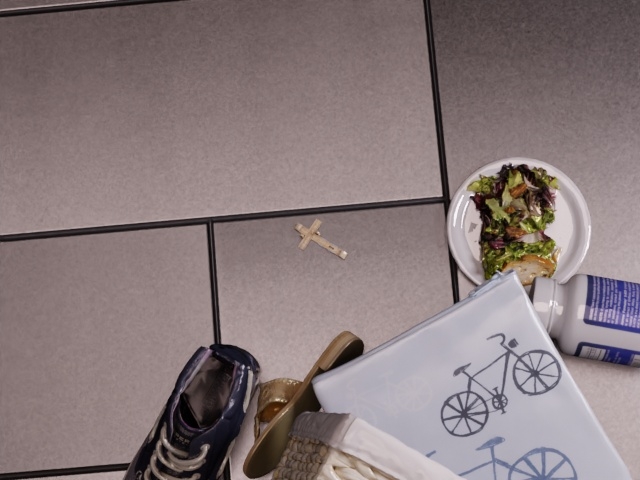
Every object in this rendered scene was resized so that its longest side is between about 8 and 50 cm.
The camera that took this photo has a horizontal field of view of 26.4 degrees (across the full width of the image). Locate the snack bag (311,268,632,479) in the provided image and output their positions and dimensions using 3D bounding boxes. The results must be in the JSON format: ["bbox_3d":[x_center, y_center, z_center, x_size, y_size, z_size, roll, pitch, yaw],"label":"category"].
[{"bbox_3d":[0.190,0.254,1.785,0.323,0.037,0.342,-30,94,3],"label":"snack bag"}]

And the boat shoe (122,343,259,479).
[{"bbox_3d":[-0.190,0.285,1.781,0.127,0.158,0.340,22,81,6],"label":"boat shoe"}]

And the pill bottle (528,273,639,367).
[{"bbox_3d":[0.371,0.104,1.814,0.187,0.112,0.112,10,80,4],"label":"pill bottle"}]

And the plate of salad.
[{"bbox_3d":[0.273,-0.020,1.874,0.200,0.048,0.199,-1,80,3],"label":"plate of salad"}]

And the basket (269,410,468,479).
[{"bbox_3d":[0.079,0.385,1.583,0.328,0.331,0.266,30,78,-5],"label":"basket"}]

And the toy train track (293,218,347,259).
[{"bbox_3d":[0.000,0.000,1.899,0.083,0.014,0.048,32,83,7],"label":"toy train track"}]

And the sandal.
[{"bbox_3d":[-0.044,0.210,1.842,0.079,0.088,0.240,32,75,33],"label":"sandal"}]
